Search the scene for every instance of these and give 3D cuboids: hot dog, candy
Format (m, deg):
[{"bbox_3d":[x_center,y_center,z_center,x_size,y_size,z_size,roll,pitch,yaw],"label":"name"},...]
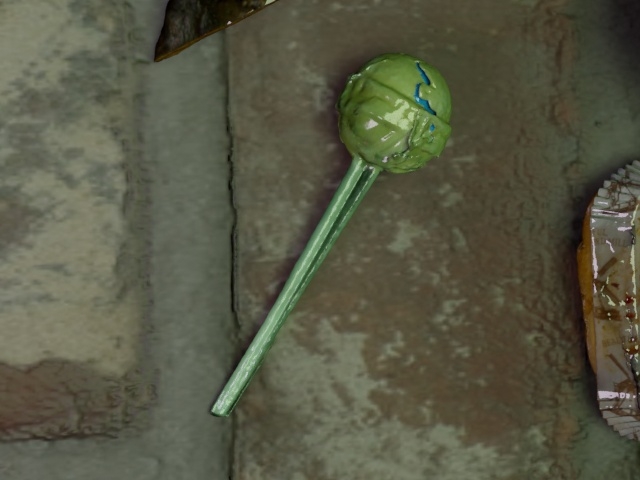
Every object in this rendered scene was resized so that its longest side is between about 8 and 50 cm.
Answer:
[{"bbox_3d":[0.283,0.054,1.569,0.131,0.069,0.253,-9,100,-28],"label":"hot dog"},{"bbox_3d":[0.000,0.000,1.466,0.336,0.092,0.093,-59,146,1],"label":"candy"}]

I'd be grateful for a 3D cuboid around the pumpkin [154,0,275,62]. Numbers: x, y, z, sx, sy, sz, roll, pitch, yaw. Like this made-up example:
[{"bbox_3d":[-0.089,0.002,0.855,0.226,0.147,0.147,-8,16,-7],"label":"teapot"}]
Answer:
[{"bbox_3d":[-0.035,-0.272,1.406,0.278,0.111,0.163,-30,99,-14],"label":"pumpkin"}]
